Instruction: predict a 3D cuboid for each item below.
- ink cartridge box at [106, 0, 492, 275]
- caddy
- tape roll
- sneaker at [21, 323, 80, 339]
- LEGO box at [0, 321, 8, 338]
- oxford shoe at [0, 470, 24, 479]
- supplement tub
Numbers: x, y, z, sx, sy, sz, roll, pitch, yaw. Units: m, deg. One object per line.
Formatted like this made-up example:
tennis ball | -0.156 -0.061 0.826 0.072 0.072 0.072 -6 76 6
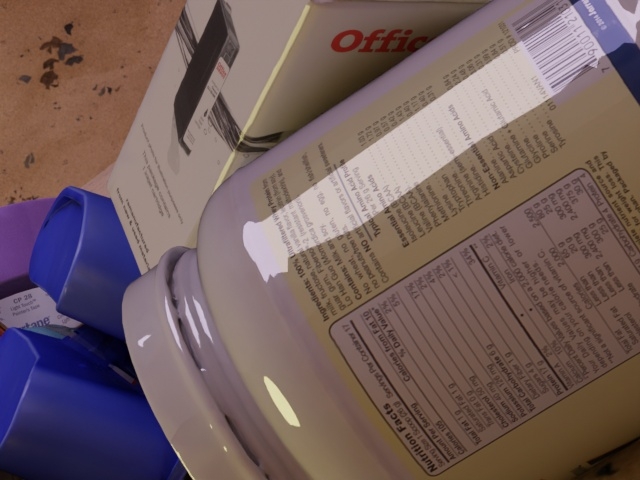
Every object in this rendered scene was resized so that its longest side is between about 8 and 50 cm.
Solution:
ink cartridge box | 0.010 -0.086 0.981 0.197 0.114 0.273 -5 -36 -32
caddy | -0.152 0.090 1.292 0.241 0.179 0.341 -68 16 -1
tape roll | -0.350 0.057 1.858 0.275 0.090 0.275 -21 -21 -8
sneaker | -0.333 0.166 1.778 0.262 0.104 0.125 -27 -8 41
LEGO box | -0.570 0.222 1.659 0.500 0.193 0.372 -12 41 51
oxford shoe | -0.287 0.233 1.194 0.146 0.140 0.397 -8 3 22
supplement tub | 0.084 0.018 0.850 0.325 0.235 0.235 -33 13 11
